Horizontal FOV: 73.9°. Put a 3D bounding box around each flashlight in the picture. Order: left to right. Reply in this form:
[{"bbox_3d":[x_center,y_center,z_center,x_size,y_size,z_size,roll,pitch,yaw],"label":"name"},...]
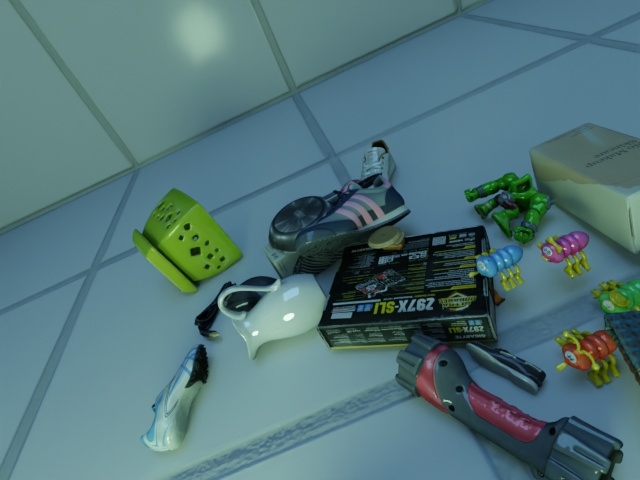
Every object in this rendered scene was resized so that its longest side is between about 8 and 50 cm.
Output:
[{"bbox_3d":[0.252,0.237,0.617,0.103,0.103,0.304,-41,35,-25],"label":"flashlight"}]

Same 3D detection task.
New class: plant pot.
[{"bbox_3d":[-0.408,0.008,1.267,0.207,0.228,0.227,-46,38,-15],"label":"plant pot"}]

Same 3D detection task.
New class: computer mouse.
[{"bbox_3d":[-0.209,0.157,1.046,0.262,0.060,0.184,-5,39,41],"label":"computer mouse"}]

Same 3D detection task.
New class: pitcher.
[{"bbox_3d":[-0.097,0.138,0.914,0.207,0.177,0.125,-29,28,-2],"label":"pitcher"}]

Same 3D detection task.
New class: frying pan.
[{"bbox_3d":[0.013,-0.071,1.050,0.327,0.053,0.197,-23,37,9],"label":"frying pan"}]

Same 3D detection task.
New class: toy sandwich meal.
[{"bbox_3d":[0.146,-0.002,0.937,0.086,0.029,0.085,-22,28,12],"label":"toy sandwich meal"}]

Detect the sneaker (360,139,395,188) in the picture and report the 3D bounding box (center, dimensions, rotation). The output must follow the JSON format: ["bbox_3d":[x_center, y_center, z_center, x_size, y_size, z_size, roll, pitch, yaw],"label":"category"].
[{"bbox_3d":[0.150,-0.193,1.246,0.106,0.123,0.290,-8,39,23],"label":"sneaker"}]

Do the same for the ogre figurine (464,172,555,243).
[{"bbox_3d":[0.422,-0.083,0.940,0.118,0.096,0.197,-37,22,5],"label":"ogre figurine"}]

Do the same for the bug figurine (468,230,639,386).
[{"bbox_3d":[0.396,0.077,0.691,0.217,0.072,0.279,-26,52,-12],"label":"bug figurine"}]

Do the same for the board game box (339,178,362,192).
[{"bbox_3d":[0.054,-0.112,1.215,0.168,0.033,0.133,-51,31,10],"label":"board game box"}]

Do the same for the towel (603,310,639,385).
[{"bbox_3d":[0.575,0.174,0.478,0.371,0.040,0.271,-6,37,10],"label":"towel"}]

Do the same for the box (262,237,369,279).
[{"bbox_3d":[0.000,0.000,1.097,0.275,0.113,0.094,-34,35,-9],"label":"box"}]

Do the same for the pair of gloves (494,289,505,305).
[{"bbox_3d":[0.303,0.116,0.826,0.083,0.010,0.074,-33,34,-8],"label":"pair of gloves"}]

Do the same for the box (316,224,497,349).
[{"bbox_3d":[0.178,0.094,0.867,0.323,0.079,0.257,-10,36,25],"label":"box"}]

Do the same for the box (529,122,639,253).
[{"bbox_3d":[0.561,-0.116,0.827,0.148,0.121,0.311,-25,26,6],"label":"box"}]

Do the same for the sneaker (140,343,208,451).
[{"bbox_3d":[-0.299,0.316,0.890,0.086,0.085,0.237,0,40,10],"label":"sneaker"}]

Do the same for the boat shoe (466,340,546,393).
[{"bbox_3d":[0.298,0.196,0.690,0.038,0.046,0.125,-41,39,-20],"label":"boat shoe"}]

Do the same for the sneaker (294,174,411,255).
[{"bbox_3d":[0.058,-0.062,0.975,0.319,0.130,0.112,-19,-14,-35],"label":"sneaker"}]
